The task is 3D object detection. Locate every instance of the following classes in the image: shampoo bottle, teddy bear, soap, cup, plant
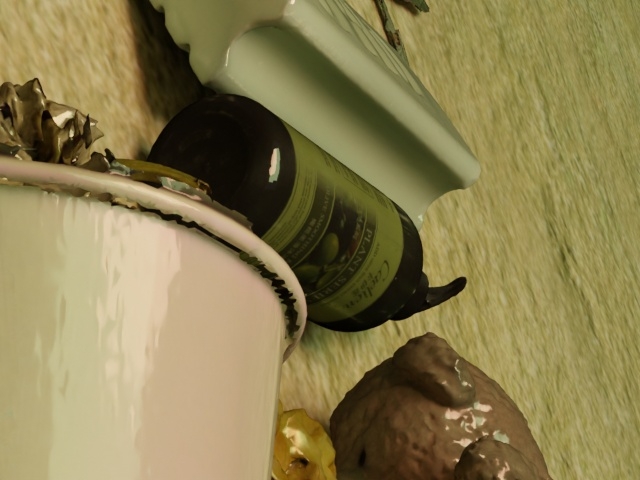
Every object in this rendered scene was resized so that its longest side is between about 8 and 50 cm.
[{"bbox_3d":[0.000,0.000,1.156,0.284,0.101,0.101,33,40,-54],"label":"shampoo bottle"},{"bbox_3d":[0.096,0.190,1.088,0.267,0.151,0.236,53,-27,23],"label":"teddy bear"},{"bbox_3d":[-0.008,-0.124,1.220,0.265,0.087,0.160,37,16,-50],"label":"soap"},{"bbox_3d":[-0.127,0.138,0.579,0.253,0.253,0.274,36,44,-51],"label":"cup"},{"bbox_3d":[-0.122,-0.028,0.886,0.104,0.122,0.116,-82,151,-56],"label":"plant"}]

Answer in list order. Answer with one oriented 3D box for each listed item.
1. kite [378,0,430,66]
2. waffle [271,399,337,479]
[{"bbox_3d":[0.051,-0.234,1.611,0.229,0.012,0.250,9,61,-60],"label":"kite"},{"bbox_3d":[-0.052,0.179,0.917,0.325,0.068,0.302,32,41,-57],"label":"waffle"}]
